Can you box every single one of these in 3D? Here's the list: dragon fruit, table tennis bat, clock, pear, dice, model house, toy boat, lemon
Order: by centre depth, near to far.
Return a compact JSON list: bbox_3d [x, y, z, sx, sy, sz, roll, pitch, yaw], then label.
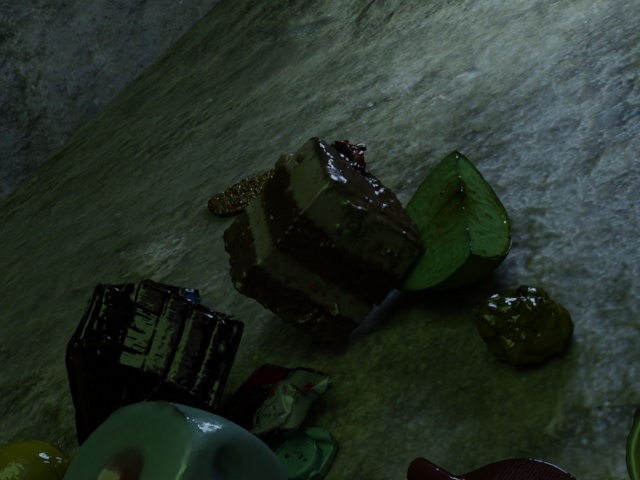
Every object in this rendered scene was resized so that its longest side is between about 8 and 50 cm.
[{"bbox_3d":[0.242,0.377,1.270,0.200,0.038,0.310,-46,36,-22],"label":"table tennis bat"},{"bbox_3d":[-0.218,0.416,1.355,0.264,0.262,0.268,-12,43,37],"label":"dice"},{"bbox_3d":[-0.037,0.370,1.502,0.101,0.041,0.135,-5,40,35],"label":"clock"},{"bbox_3d":[-0.286,0.256,1.594,0.282,0.297,0.317,-4,54,37],"label":"model house"},{"bbox_3d":[-0.546,0.461,1.675,0.206,0.173,0.173,-51,36,-14],"label":"lemon"},{"bbox_3d":[0.231,0.013,1.699,0.239,0.139,0.288,-38,34,32],"label":"pear"},{"bbox_3d":[-0.337,0.145,2.019,0.223,0.100,0.097,3,82,53],"label":"toy boat"},{"bbox_3d":[0.066,-0.178,2.129,0.126,0.068,0.112,-47,60,41],"label":"dragon fruit"}]

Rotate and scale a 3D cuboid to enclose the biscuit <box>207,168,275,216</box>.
[{"bbox_3d":[-0.195,-0.114,2.302,0.206,0.025,0.126,-25,33,10],"label":"biscuit"}]

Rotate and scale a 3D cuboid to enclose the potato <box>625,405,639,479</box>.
[{"bbox_3d":[0.530,0.277,1.057,0.280,0.212,0.330,-28,37,40],"label":"potato"}]

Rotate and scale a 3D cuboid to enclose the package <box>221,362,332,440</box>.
[{"bbox_3d":[-0.086,0.291,1.624,0.194,0.071,0.269,-39,11,-32],"label":"package"}]

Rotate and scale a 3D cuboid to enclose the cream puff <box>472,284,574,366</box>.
[{"bbox_3d":[0.324,0.127,1.473,0.146,0.116,0.146,-24,31,16],"label":"cream puff"}]

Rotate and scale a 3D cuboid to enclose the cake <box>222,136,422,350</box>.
[{"bbox_3d":[0.000,0.000,1.716,0.290,0.255,0.282,-51,25,16],"label":"cake"}]
